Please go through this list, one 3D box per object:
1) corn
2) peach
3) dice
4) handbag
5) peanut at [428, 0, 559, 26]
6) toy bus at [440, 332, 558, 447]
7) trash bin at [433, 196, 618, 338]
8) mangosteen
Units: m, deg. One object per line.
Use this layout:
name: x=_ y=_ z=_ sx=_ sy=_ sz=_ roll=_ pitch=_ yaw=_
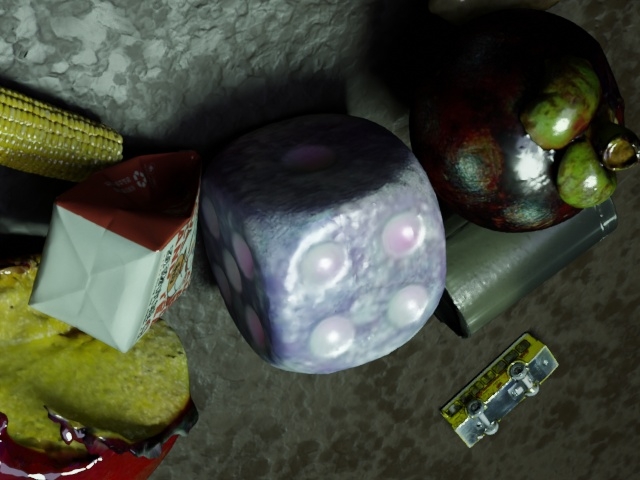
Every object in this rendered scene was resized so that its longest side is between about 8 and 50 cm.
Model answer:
corn: x=-0.363 y=-0.132 z=1.359 sx=0.244 sy=0.093 sz=0.093 roll=18 pitch=107 yaw=-37
peach: x=-0.364 y=0.203 z=1.417 sx=0.416 sy=0.339 sz=0.353 roll=-23 pitch=158 yaw=-19
dice: x=0.000 y=0.000 z=1.536 sx=0.270 sy=0.270 sz=0.271 roll=-20 pitch=126 yaw=-19
handbag: x=-0.226 y=-0.008 z=1.415 sx=0.151 sy=0.298 sz=0.171 roll=26 pitch=118 yaw=7
peanut: x=0.257 y=-0.365 z=1.568 sx=0.236 sy=0.120 sz=0.110 roll=-19 pitch=123 yaw=-23
toy bus: x=0.326 y=0.271 z=2.018 sx=0.226 sy=0.074 sz=0.081 roll=-43 pitch=131 yaw=-2
trash bin: x=0.284 y=-0.012 z=1.743 sx=0.301 sy=0.203 sz=0.252 roll=-36 pitch=151 yaw=-5
mangosteen: x=0.291 y=-0.163 z=1.485 sx=0.306 sy=0.359 sz=0.306 roll=4 pitch=84 yaw=-42
